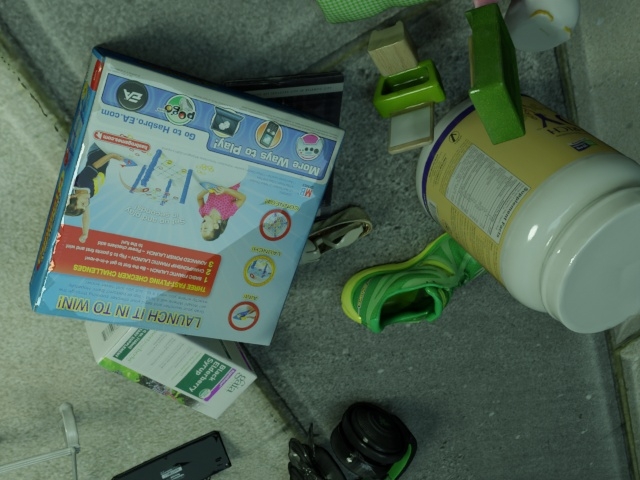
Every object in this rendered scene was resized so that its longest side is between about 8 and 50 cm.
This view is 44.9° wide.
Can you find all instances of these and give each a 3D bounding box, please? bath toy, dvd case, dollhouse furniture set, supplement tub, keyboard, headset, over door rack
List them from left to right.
[{"bbox_3d":[-0.463,0.349,1.101,0.239,0.108,0.324,-11,141,-23],"label":"over door rack"},{"bbox_3d":[-0.248,0.393,1.298,0.192,0.038,0.100,-21,106,-14],"label":"keyboard"},{"bbox_3d":[-0.054,-0.117,1.051,0.164,0.018,0.221,-10,126,-22],"label":"dvd case"},{"bbox_3d":[0.054,0.418,1.376,0.243,0.185,0.394,-43,143,3],"label":"headset"},{"bbox_3d":[0.097,-0.244,0.900,0.197,0.151,0.301,-13,142,25],"label":"dollhouse furniture set"},{"bbox_3d":[0.219,-0.376,0.962,0.151,0.129,0.348,-15,146,42],"label":"bath toy"},{"bbox_3d":[0.312,-0.049,1.096,0.240,0.331,0.241,-15,128,-20],"label":"supplement tub"}]

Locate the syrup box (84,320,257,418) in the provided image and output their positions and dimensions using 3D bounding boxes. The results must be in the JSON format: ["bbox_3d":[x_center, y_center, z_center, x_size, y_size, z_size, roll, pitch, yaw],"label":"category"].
[{"bbox_3d":[-0.209,0.158,1.104,0.093,0.096,0.237,-46,131,6],"label":"syrup box"}]

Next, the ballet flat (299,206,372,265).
[{"bbox_3d":[0.000,0.000,1.140,0.168,0.052,0.057,-28,131,-9],"label":"ballet flat"}]

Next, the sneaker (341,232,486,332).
[{"bbox_3d":[0.181,0.074,1.248,0.295,0.123,0.110,-24,130,-14],"label":"sneaker"}]

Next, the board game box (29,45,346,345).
[{"bbox_3d":[-0.162,-0.041,0.945,0.308,0.086,0.302,13,105,-29],"label":"board game box"}]
